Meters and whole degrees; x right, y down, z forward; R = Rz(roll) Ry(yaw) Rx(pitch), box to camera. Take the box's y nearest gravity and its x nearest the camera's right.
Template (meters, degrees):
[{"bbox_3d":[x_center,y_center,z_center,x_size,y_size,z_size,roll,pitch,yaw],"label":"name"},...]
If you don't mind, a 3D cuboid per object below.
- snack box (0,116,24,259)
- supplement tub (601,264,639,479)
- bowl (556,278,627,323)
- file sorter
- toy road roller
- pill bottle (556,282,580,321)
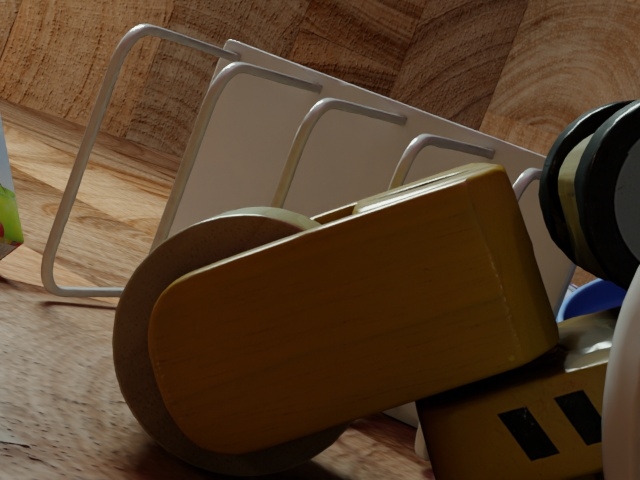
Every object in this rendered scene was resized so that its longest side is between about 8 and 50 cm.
[{"bbox_3d":[-0.246,-0.060,1.058,0.100,0.037,0.141,19,47,-48],"label":"snack box"},{"bbox_3d":[0.277,0.079,0.558,0.228,0.228,0.316,18,-4,-37],"label":"supplement tub"},{"bbox_3d":[0.372,0.125,1.304,0.391,0.077,0.391,6,19,-2],"label":"bowl"},{"bbox_3d":[0.000,0.000,1.039,0.278,0.193,0.173,22,6,20],"label":"file sorter"},{"bbox_3d":[0.088,0.074,0.784,0.329,0.240,0.202,-16,2,2],"label":"toy road roller"},{"bbox_3d":[0.191,0.086,1.484,0.108,0.108,0.193,22,4,15],"label":"pill bottle"}]
